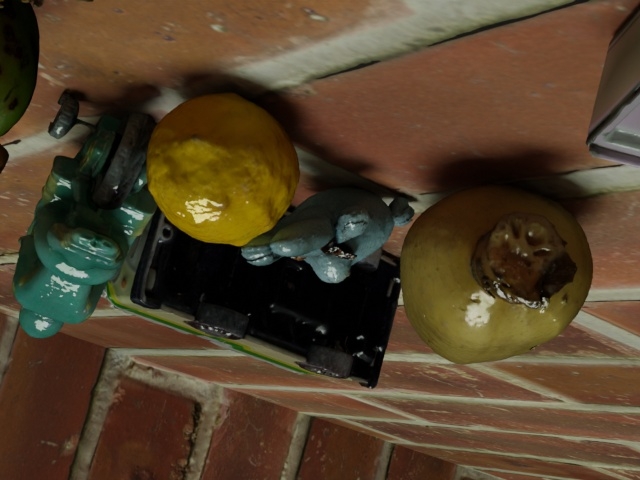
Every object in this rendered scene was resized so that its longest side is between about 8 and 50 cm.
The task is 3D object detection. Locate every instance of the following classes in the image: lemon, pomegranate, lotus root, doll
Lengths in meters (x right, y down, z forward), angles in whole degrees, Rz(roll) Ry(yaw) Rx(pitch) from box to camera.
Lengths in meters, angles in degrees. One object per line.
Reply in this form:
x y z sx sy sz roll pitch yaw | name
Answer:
-0.073 -0.052 0.970 0.114 0.114 0.155 11 170 15 | lemon
-0.240 -0.122 0.832 0.143 0.122 0.169 23 161 37 | pomegranate
0.138 0.027 1.031 0.146 0.131 0.303 -8 168 -4 | lotus root
0.001 0.004 1.069 0.120 0.075 0.180 -8 -167 26 | doll

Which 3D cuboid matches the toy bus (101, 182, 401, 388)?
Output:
-0.082 0.037 1.270 0.305 0.143 0.179 24 166 -38 | toy bus

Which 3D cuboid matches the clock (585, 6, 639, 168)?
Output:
0.250 -0.071 0.651 0.192 0.071 0.147 15 166 -2 | clock

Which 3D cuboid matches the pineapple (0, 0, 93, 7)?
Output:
-0.199 -0.183 0.668 0.225 0.076 0.225 15 168 3 | pineapple

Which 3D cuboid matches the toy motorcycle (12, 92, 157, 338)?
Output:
-0.208 -0.015 1.084 0.109 0.198 0.296 24 163 -15 | toy motorcycle
